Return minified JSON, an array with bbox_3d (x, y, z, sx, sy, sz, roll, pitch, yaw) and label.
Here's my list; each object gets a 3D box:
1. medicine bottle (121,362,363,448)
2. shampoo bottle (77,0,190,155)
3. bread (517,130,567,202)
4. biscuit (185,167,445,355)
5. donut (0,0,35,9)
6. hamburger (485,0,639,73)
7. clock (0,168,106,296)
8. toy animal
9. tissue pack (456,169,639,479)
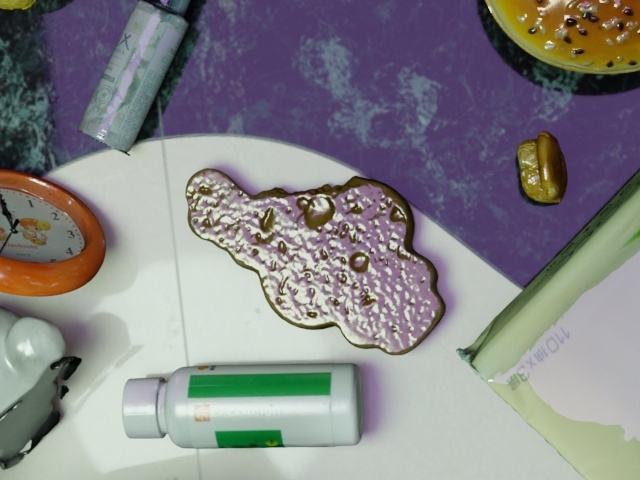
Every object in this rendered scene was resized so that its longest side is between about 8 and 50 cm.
[{"bbox_3d":[-0.085,0.182,1.574,0.260,0.095,0.095,0,88,6],"label":"medicine bottle"},{"bbox_3d":[-0.202,-0.207,1.615,0.072,0.072,0.214,25,91,7],"label":"shampoo bottle"},{"bbox_3d":[0.242,-0.077,1.554,0.046,0.083,0.081,-8,45,17],"label":"bread"},{"bbox_3d":[-0.006,0.007,1.595,0.320,0.047,0.183,18,88,7],"label":"biscuit"},{"bbox_3d":[-0.341,-0.380,1.594,0.101,0.152,0.259,23,93,0],"label":"donut"},{"bbox_3d":[0.302,-0.322,1.506,0.300,0.176,0.300,0,89,6],"label":"hamburger"},{"bbox_3d":[-0.336,-0.008,1.564,0.205,0.205,0.051,29,120,7],"label":"clock"},{"bbox_3d":[-0.447,0.095,1.582,0.357,0.194,0.258,45,99,13],"label":"toy animal"},{"bbox_3d":[0.398,0.092,1.466,0.332,0.205,0.405,44,94,2],"label":"tissue pack"}]
